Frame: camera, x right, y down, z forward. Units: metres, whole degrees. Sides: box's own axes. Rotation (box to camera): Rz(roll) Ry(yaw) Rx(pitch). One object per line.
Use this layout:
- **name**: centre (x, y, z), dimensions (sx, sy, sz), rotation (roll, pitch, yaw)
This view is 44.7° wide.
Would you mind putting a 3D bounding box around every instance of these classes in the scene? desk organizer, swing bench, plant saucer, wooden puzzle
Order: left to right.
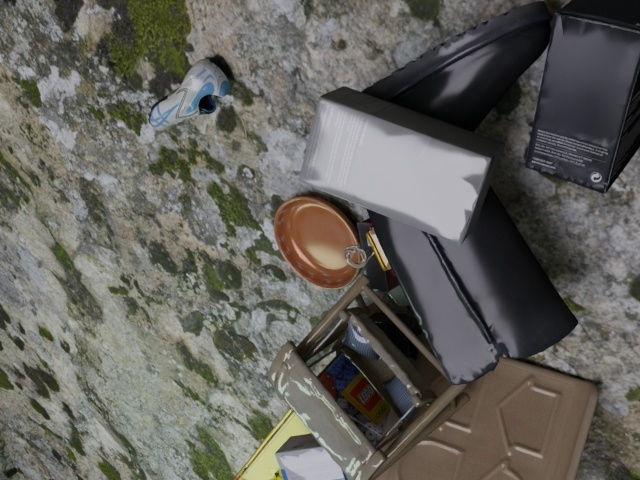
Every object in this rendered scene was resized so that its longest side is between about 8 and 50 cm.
- **plant saucer**: centre (0.000, 0.000, 1.482), dimensions (0.200, 0.037, 0.200), rotation (20, 129, 27)
- **swing bench**: centre (0.073, 0.246, 1.309), dimensions (0.253, 0.254, 0.165), rotation (46, 174, 25)
- **desk organizer**: centre (0.108, 0.023, 1.382), dimensions (0.047, 0.050, 0.130), rotation (6, 115, 44)
- **wooden puzzle**: centre (0.275, 0.358, 1.353), dimensions (0.347, 0.322, 0.080), rotation (13, 166, 32)

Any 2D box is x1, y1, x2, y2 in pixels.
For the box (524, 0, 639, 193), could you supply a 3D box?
- **box**: centre (0.342, -0.200, 0.894), dimensions (0.103, 0.261, 0.184), rotation (24, 131, 25)

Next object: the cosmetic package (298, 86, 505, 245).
- **cosmetic package**: centre (0.104, -0.101, 1.012), dimensions (0.238, 0.107, 0.127), rotation (23, 116, 13)

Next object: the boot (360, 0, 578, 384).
- **boot**: centre (0.240, -0.052, 1.093), dimensions (0.367, 0.146, 0.445), rotation (-26, 92, 32)

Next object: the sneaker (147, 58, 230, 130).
- **sneaker**: centre (-0.254, -0.258, 1.481), dimensions (0.086, 0.085, 0.237), rotation (50, 141, -11)

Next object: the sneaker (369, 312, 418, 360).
- **sneaker**: centre (0.112, 0.182, 1.473), dimensions (0.170, 0.051, 0.089), rotation (-6, 78, 44)

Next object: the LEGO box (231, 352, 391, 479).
- **LEGO box**: centre (0.063, 0.501, 1.662), dimensions (0.372, 0.193, 0.500), rotation (42, 136, 8)

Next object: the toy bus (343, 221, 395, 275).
- **toy bus**: centre (0.165, -0.015, 1.283), dimensions (0.202, 0.104, 0.191), rotation (29, 124, 21)

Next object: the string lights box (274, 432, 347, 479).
- **string lights box**: centre (0.024, 0.488, 1.435), dimensions (0.133, 0.077, 0.260), rotation (-14, 97, 25)

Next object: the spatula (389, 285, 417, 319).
- **spatula**: centre (0.237, 0.096, 1.367), dimensions (0.168, 0.019, 0.242), rotation (50, 137, 1)
